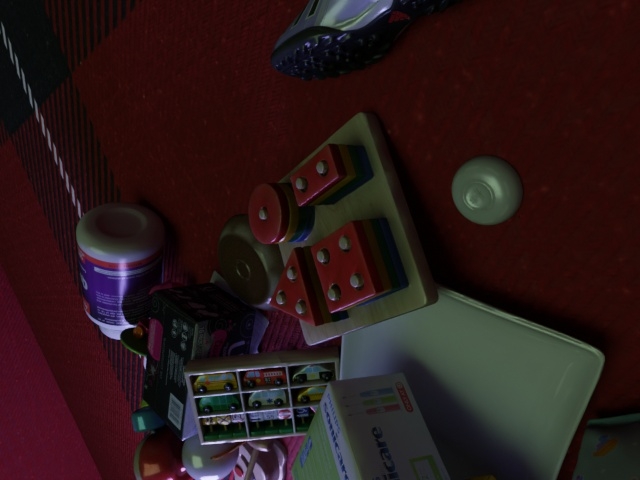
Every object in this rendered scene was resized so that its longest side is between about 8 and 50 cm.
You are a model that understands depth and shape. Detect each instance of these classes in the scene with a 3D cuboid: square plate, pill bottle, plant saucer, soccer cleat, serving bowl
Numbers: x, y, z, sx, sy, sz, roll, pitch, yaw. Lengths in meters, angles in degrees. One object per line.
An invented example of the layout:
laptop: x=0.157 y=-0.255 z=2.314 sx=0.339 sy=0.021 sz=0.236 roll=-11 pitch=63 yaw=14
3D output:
square plate: x=0.175 y=0.206 z=0.698 sx=0.344 sy=0.049 sz=0.347 roll=23 pitch=125 yaw=34
pill bottle: x=-0.461 y=0.082 z=1.151 sx=0.181 sy=0.181 sz=0.323 roll=37 pitch=132 yaw=24
plant saucer: x=-0.135 y=0.050 z=0.926 sx=0.198 sy=0.036 sz=0.199 roll=22 pitch=125 yaw=36
soccer cleat: x=0.055 y=-0.278 z=0.536 sx=0.318 sy=0.108 sz=0.117 roll=-16 pitch=79 yaw=49
serving bowl: x=0.186 y=-0.054 z=0.566 sx=0.083 sy=0.027 sz=0.083 roll=23 pitch=126 yaw=35

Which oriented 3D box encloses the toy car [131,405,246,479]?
toy car: x=-0.236 y=0.431 z=1.023 sx=0.237 sy=0.210 sz=0.219 roll=-16 pitch=83 yaw=25

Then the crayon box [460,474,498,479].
crayon box: x=0.235 y=0.435 z=0.674 sx=0.203 sy=0.083 sz=0.323 roll=42 pitch=147 yaw=8

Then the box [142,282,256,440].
box: x=-0.241 y=0.230 z=0.979 sx=0.163 sy=0.142 sz=0.247 roll=23 pitch=110 yaw=39

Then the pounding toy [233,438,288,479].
pounding toy: x=-0.180 y=0.512 z=1.124 sx=0.154 sy=0.154 sz=0.270 roll=25 pitch=124 yaw=31

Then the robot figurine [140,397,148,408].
robot figurine: x=-0.430 y=0.430 z=1.325 sx=0.101 sy=0.115 sz=0.067 roll=-6 pitch=107 yaw=46

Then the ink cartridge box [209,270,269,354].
ink cartridge box: x=-0.195 y=0.201 z=1.069 sx=0.181 sy=0.056 sz=0.225 roll=37 pitch=114 yaw=25

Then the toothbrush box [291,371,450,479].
toothbrush box: x=0.060 y=0.357 z=0.702 sx=0.206 sy=0.122 sz=0.283 roll=-112 pitch=28 yaw=-43

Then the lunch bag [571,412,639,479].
lunch bag: x=0.360 y=0.258 z=0.416 sx=0.262 sy=0.223 sz=0.160 roll=-30 pitch=94 yaw=46

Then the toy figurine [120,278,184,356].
toy figurine: x=-0.338 y=0.171 z=1.092 sx=0.173 sy=0.130 sz=0.159 roll=28 pitch=99 yaw=23

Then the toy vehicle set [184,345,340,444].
toy vehicle set: x=-0.094 y=0.278 z=0.880 sx=0.266 sy=0.035 sz=0.166 roll=-6 pitch=114 yaw=0

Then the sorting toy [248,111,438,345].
sorting toy: x=0.000 y=0.000 z=0.675 sx=0.255 sy=0.089 sz=0.257 roll=-32 pitch=70 yaw=48
